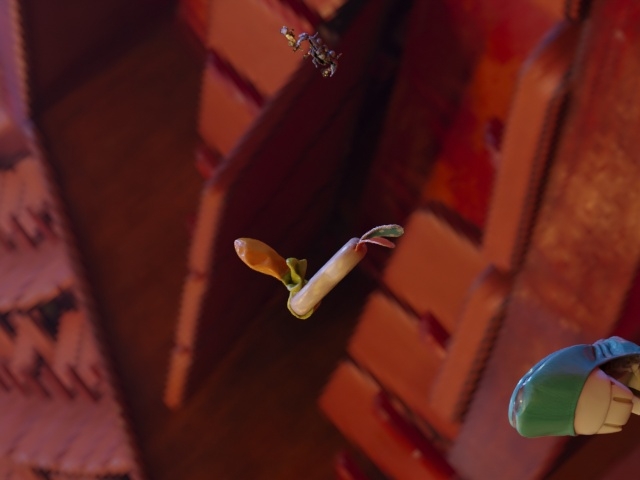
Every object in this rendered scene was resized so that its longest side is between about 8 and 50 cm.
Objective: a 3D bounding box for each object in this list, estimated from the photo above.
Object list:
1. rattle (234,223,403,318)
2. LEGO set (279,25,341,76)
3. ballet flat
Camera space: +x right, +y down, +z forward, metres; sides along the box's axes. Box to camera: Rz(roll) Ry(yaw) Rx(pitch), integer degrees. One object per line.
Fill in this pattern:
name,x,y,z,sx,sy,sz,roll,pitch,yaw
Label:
rattle,0.000,0.000,2.319,0.142,0.130,0.199,57,146,11
LEGO set,-0.004,-0.177,1.680,0.054,0.023,0.083,51,-167,13
ballet flat,0.261,0.139,1.696,0.087,0.247,0.083,19,106,26
